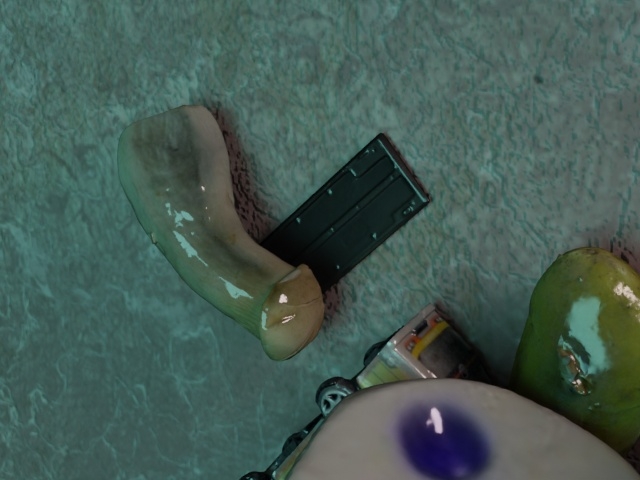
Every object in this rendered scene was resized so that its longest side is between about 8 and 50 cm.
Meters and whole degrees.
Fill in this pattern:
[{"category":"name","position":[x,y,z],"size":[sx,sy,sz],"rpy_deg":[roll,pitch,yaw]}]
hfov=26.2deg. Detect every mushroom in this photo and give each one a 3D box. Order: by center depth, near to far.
[{"category":"mushroom","position":[-0.079,-0.004,1.054],"size":[0.223,0.092,0.081],"rpy_deg":[56,170,22]}]

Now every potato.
[{"category":"potato","position":[0.172,0.095,0.915],"size":[0.105,0.085,0.188],"rpy_deg":[34,124,26]}]

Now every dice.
[{"category":"dice","position":[0.068,0.262,0.859],"size":[0.251,0.259,0.243],"rpy_deg":[26,131,10]}]

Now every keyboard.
[{"category":"keyboard","position":[0.000,0.000,1.056],"size":[0.202,0.011,0.067],"rpy_deg":[-42,79,36]}]

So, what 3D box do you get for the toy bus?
[{"category":"toy bus","position":[0.023,0.168,1.039],"size":[0.106,0.092,0.268],"rpy_deg":[43,123,8]}]
